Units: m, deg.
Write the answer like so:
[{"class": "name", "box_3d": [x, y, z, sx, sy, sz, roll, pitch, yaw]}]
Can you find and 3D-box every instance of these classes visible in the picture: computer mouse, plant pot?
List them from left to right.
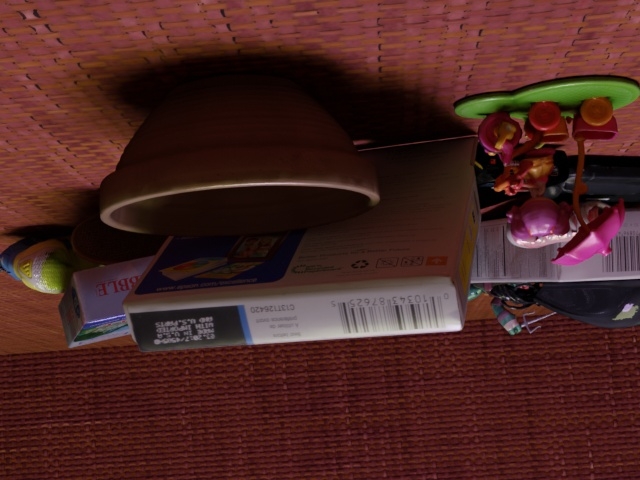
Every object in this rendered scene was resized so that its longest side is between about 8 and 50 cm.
[{"class": "plant pot", "box_3d": [-0.072, -0.075, 1.071, 0.237, 0.109, 0.237, -5, 172, -1]}, {"class": "computer mouse", "box_3d": [0.406, 0.094, 1.860, 0.188, 0.072, 0.272, -1, 178, -39]}]

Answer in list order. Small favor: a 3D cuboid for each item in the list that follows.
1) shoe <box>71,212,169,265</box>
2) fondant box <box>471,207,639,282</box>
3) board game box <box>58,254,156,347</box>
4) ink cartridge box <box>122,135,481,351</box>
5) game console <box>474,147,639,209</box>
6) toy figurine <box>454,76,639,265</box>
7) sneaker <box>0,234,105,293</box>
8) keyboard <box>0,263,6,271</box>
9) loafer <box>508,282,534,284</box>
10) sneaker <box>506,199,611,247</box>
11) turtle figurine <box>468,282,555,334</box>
[{"class": "shoe", "box_3d": [-0.204, -0.002, 1.584, 0.219, 0.076, 0.058, -5, 165, -8]}, {"class": "fondant box", "box_3d": [0.367, 0.009, 1.740, 0.238, 0.096, 0.330, -2, 179, -14]}, {"class": "board game box", "box_3d": [-0.162, 0.059, 1.589, 0.319, 0.066, 0.318, -12, 174, -16]}, {"class": "ink cartridge box", "box_3d": [0.000, 0.000, 1.221, 0.304, 0.072, 0.307, -6, -157, 16]}, {"class": "game console", "box_3d": [0.274, -0.068, 1.496, 0.361, 0.044, 0.213, 0, 172, -24]}, {"class": "toy figurine", "box_3d": [0.216, -0.056, 1.161, 0.173, 0.159, 0.130, -4, 171, 2]}, {"class": "sneaker", "box_3d": [-0.341, 0.025, 1.746, 0.126, 0.091, 0.240, 12, -177, 36]}, {"class": "keyboard", "box_3d": [-0.530, 0.048, 1.884, 0.192, 0.038, 0.100, 0, 170, -21]}, {"class": "loafer", "box_3d": [0.384, 0.024, 2.042, 0.223, 0.076, 0.078, -7, 167, -10]}, {"class": "sneaker", "box_3d": [0.294, -0.022, 1.500, 0.134, 0.051, 0.070, -4, 172, -21]}, {"class": "turtle figurine", "box_3d": [0.313, 0.080, 2.245, 0.234, 0.118, 0.175, -6, -148, 21]}]
